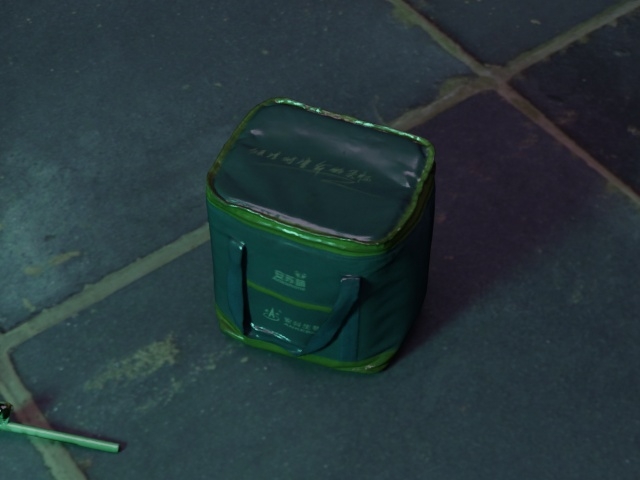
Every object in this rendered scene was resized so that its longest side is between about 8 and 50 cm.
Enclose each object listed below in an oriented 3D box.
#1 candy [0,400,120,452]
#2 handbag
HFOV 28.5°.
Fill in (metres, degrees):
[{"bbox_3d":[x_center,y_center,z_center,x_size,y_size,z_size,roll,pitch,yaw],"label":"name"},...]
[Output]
[{"bbox_3d":[-0.370,0.210,1.431,0.287,0.078,0.084,12,47,2],"label":"candy"},{"bbox_3d":[0.000,0.000,1.470,0.263,0.241,0.222,17,51,17],"label":"handbag"}]
